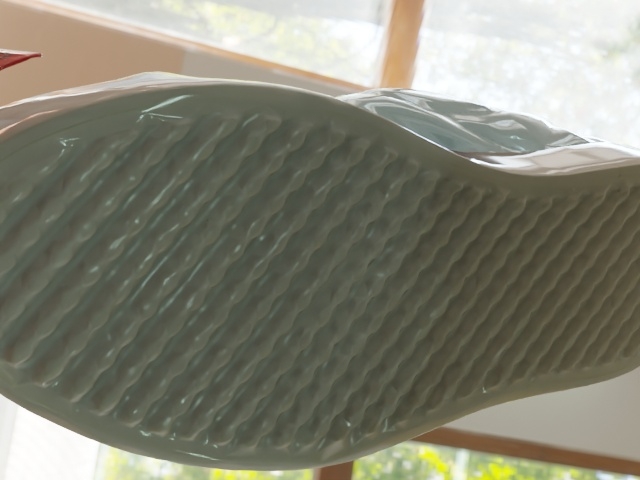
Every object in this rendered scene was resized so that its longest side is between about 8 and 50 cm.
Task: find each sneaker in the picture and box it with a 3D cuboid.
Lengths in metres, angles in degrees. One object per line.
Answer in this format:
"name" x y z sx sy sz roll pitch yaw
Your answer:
"sneaker" 0.000 0.000 0.478 0.150 0.366 0.135 23 -77 48

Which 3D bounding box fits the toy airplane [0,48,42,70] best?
"toy airplane" -0.194 -0.072 0.490 0.151 0.151 0.028 -144 -123 -70
